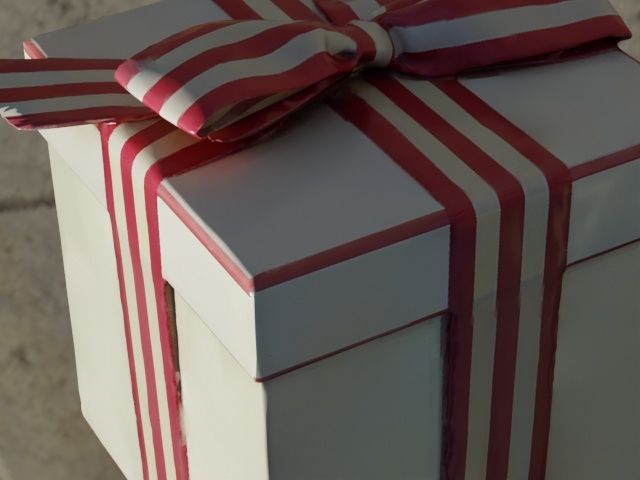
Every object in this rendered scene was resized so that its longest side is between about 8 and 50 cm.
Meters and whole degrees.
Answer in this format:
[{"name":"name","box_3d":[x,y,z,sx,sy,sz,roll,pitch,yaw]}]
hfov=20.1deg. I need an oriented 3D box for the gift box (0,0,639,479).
[{"name":"gift box","box_3d":[0.000,0.000,0.827,0.276,0.255,0.258,40,142,42]}]
